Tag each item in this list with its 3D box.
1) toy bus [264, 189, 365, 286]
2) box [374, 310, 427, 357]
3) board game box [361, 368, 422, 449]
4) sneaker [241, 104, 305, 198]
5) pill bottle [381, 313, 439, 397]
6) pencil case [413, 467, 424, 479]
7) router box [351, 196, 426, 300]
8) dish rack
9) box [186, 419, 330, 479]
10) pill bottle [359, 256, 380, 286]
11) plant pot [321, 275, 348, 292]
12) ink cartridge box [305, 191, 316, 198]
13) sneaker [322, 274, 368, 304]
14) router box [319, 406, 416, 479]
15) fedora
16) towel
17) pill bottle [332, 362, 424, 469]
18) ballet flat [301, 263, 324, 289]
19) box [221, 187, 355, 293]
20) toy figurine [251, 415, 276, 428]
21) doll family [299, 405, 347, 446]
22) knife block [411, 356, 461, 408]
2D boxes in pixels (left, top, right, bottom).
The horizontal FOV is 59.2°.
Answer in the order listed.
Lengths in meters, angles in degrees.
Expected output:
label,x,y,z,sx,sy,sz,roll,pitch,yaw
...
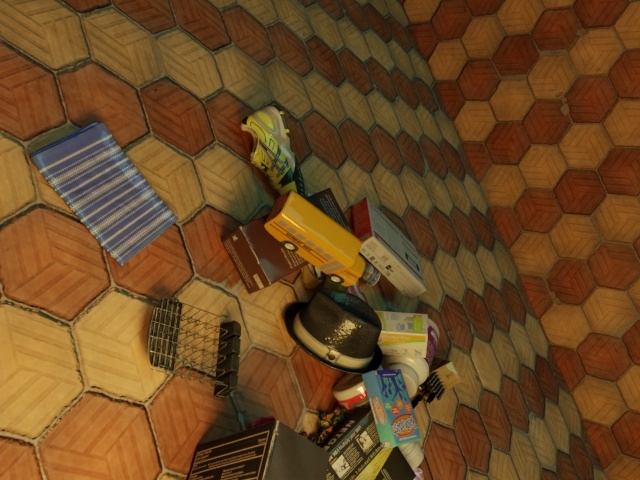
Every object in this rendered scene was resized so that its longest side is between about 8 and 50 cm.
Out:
label,x,y,z,sx,sy,sz,roll,pitch,yaw
toy bus,0.000,0.000,1.626,0.333,0.130,0.108,36,55,-20
box,0.257,0.315,1.904,0.114,0.203,0.103,-74,165,-57
board game box,0.205,0.478,1.611,0.160,0.047,0.210,14,55,-52
sneaker,-0.159,-0.260,1.927,0.147,0.145,0.384,-18,92,-15
pill bottle,0.314,0.411,2.003,0.169,0.169,0.301,52,36,-13
pencil case,0.284,0.816,1.763,0.086,0.088,0.206,30,46,-27
router box,0.266,0.029,2.209,0.335,0.082,0.301,43,23,-24
dish rack,-0.316,0.263,1.409,0.272,0.074,0.208,27,46,-36
box,-0.157,0.579,1.194,0.183,0.296,0.293,40,41,-27
pill bottle,0.151,0.106,2.083,0.137,0.078,0.078,36,42,-31
plant pot,0.040,0.163,1.846,0.081,0.081,0.083,23,-4,8
ink cartridge box,-0.047,-0.135,1.994,0.028,0.083,0.048,-1,68,-52
sneaker,0.069,0.177,1.938,0.136,0.116,0.313,0,69,-25
router box,0.089,0.653,1.543,0.309,0.081,0.242,-35,97,-32
fedora,0.063,0.249,1.706,0.334,0.152,0.334,24,22,-11
towel,-0.533,-0.128,1.426,0.336,0.040,0.243,53,37,-12
pill bottle,0.187,0.555,1.742,0.318,0.176,0.176,60,35,-2
ballet flat,-0.041,0.049,1.887,0.080,0.073,0.232,-4,70,-50
box,-0.090,-0.004,1.734,0.382,0.143,0.191,-27,89,-41
toy figurine,-0.118,0.522,1.425,0.130,0.173,0.159,-29,75,-18
doll family,0.014,0.555,1.618,0.111,0.076,0.193,59,38,-12
knife block,0.386,0.536,2.102,0.088,0.242,0.276,65,-9,3
